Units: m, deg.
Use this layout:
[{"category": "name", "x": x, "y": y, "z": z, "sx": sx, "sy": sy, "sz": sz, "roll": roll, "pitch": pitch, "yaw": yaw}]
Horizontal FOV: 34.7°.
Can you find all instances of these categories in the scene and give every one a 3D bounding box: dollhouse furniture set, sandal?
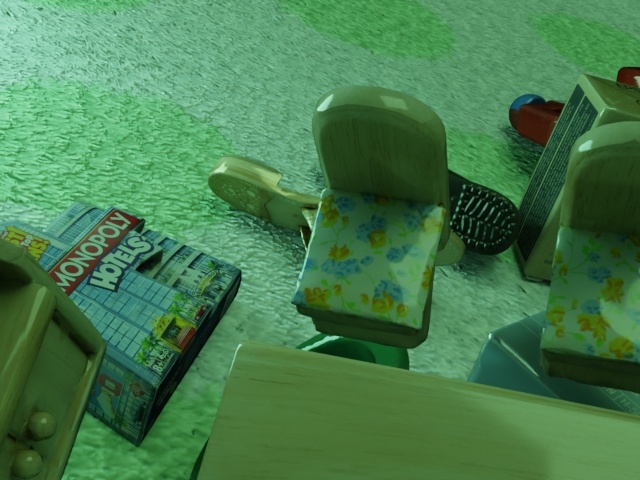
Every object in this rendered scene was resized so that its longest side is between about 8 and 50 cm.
[{"category": "dollhouse furniture set", "x": -0.035, "y": 0.089, "z": 0.431, "sx": 0.394, "sy": 0.256, "sz": 0.362, "roll": 9, "pitch": 66, "yaw": 13}, {"category": "sandal", "x": 0.000, "y": 0.003, "z": 0.901, "sx": 0.240, "sy": 0.088, "sz": 0.079, "roll": 21, "pitch": 63, "yaw": 12}]

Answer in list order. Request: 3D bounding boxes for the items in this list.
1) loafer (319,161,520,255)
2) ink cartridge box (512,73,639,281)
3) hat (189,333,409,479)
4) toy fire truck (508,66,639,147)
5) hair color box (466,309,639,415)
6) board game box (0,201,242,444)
[{"category": "loafer", "x": 0.096, "y": -0.044, "z": 1.016, "sx": 0.220, "sy": 0.080, "sz": 0.078, "roll": 32, "pitch": 1, "yaw": 19}, {"category": "ink cartridge box", "x": 0.331, "y": -0.040, "z": 1.014, "sx": 0.234, "sy": 0.193, "sz": 0.088, "roll": 12, "pitch": 31, "yaw": -14}, {"category": "hat", "x": 0.032, "y": 0.185, "z": 0.653, "sx": 0.183, "sy": 0.173, "sz": 0.208, "roll": 49, "pitch": 33, "yaw": -20}, {"category": "toy fire truck", "x": 0.365, "y": -0.128, "z": 1.225, "sx": 0.302, "sy": 0.170, "sz": 0.254, "roll": -6, "pitch": 17, "yaw": -37}, {"category": "hair color box", "x": 0.236, "y": 0.121, "z": 0.732, "sx": 0.374, "sy": 0.185, "sz": 0.113, "roll": -14, "pitch": 45, "yaw": -42}, {"category": "board game box", "x": -0.174, "y": 0.032, "z": 0.752, "sx": 0.194, "sy": 0.060, "sz": 0.194, "roll": 24, "pitch": 33, "yaw": 3}]
